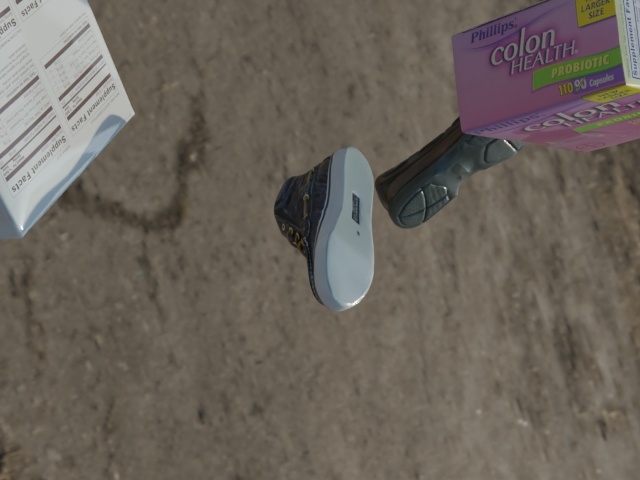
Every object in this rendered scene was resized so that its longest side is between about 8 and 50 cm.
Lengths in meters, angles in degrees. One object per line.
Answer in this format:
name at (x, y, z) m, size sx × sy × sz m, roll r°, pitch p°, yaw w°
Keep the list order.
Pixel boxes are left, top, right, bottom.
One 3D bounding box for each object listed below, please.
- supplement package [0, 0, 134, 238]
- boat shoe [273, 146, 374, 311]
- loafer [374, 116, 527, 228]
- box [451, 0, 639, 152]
supplement package at (-0.318, -0.158, 0.940) m, size 0.198 × 0.199 × 0.263 m, roll -60°, pitch 139°, yaw -48°
boat shoe at (0.000, 0.000, 1.063) m, size 0.065 × 0.083 × 0.183 m, roll 44°, pitch 37°, yaw -32°
loafer at (0.182, -0.129, 1.528) m, size 0.084 × 0.267 × 0.096 m, roll 55°, pitch 7°, yaw 37°
box at (0.309, -0.186, 1.312) m, size 0.243 × 0.213 × 0.117 m, roll 4°, pitch 78°, yaw -44°
